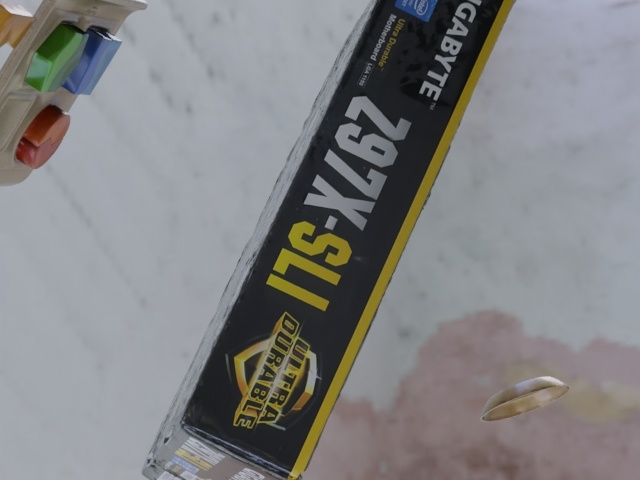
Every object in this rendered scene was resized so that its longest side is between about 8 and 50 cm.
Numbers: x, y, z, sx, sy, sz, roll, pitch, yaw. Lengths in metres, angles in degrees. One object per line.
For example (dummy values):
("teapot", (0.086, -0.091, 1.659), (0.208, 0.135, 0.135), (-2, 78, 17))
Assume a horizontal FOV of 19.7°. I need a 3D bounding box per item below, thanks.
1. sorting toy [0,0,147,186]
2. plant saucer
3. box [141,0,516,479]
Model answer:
("sorting toy", (-0.258, -0.127, 1.614), (0.041, 0.229, 0.307), (38, -171, 6))
("plant saucer", (0.177, 0.136, 1.609), (0.083, 0.083, 0.015), (19, -131, -63))
("box", (0.000, 0.000, 1.111), (0.257, 0.079, 0.322), (122, 173, -73))
